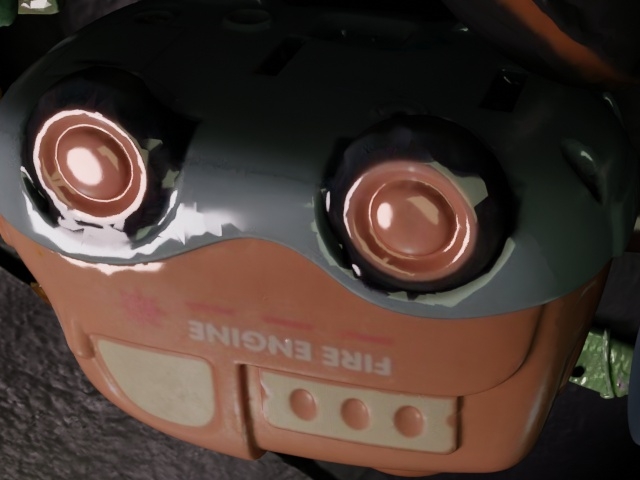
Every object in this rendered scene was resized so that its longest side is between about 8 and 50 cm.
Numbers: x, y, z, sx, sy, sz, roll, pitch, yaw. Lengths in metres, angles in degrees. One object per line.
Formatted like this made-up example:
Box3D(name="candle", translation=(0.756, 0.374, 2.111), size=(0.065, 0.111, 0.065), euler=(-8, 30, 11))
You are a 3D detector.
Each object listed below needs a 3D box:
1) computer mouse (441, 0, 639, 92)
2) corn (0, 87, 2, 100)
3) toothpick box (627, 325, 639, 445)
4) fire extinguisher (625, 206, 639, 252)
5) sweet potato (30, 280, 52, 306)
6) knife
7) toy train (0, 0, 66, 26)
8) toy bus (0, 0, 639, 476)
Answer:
Box3D(name="computer mouse", translation=(0.054, -0.201, 0.515), size=(0.116, 0.183, 0.323), euler=(-14, 114, 24))
Box3D(name="corn", translation=(-0.220, -0.106, 0.698), size=(0.093, 0.093, 0.244), euler=(-4, 122, 14))
Box3D(name="toothpick box", translation=(0.249, 0.074, 0.718), size=(0.153, 0.101, 0.101), euler=(12, 125, 0))
Box3D(name="fire extinguisher", translation=(0.137, -0.018, 0.715), size=(0.158, 0.043, 0.064), euler=(5, 147, 7))
Box3D(name="sweet potato", translation=(-0.110, 0.040, 0.807), size=(0.117, 0.049, 0.049), euler=(32, 124, -19))
Box3D(name="knife", translation=(0.177, 0.074, 0.785), size=(0.293, 0.020, 0.043), euler=(19, 122, -1))
Box3D(name="toy train", translation=(-0.159, -0.182, 0.615), size=(0.080, 0.125, 0.194), euler=(2, 124, 14))
Box3D(name="toy bus", translation=(0.000, 0.000, 0.647), size=(0.287, 0.194, 0.232), euler=(8, 124, 16))
